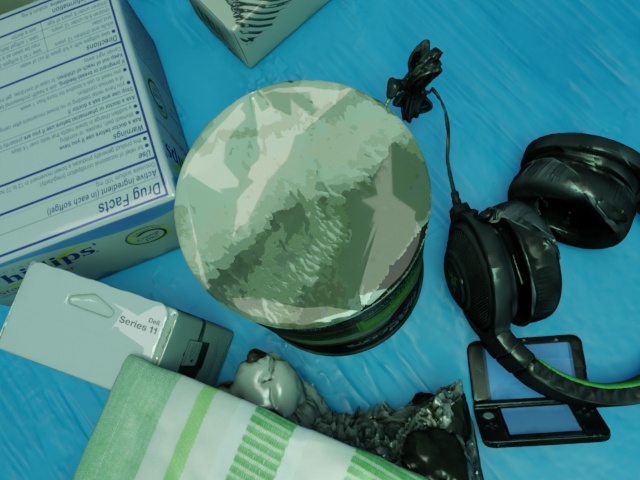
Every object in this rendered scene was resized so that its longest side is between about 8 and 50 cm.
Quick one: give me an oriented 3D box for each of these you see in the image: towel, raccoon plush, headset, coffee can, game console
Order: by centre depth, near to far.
[{"bbox_3d":[-0.050,0.256,0.495,0.325,0.038,0.248,18,78,15],"label":"towel"},{"bbox_3d":[0.009,0.318,0.613,0.299,0.216,0.446,-11,75,12],"label":"raccoon plush"},{"bbox_3d":[0.000,0.000,0.644,0.202,0.275,0.201,-2,76,7],"label":"coffee can"},{"bbox_3d":[0.218,-0.022,0.658,0.243,0.185,0.394,-41,79,-13],"label":"headset"},{"bbox_3d":[0.218,0.152,0.688,0.122,0.107,0.071,-5,104,6],"label":"game console"}]

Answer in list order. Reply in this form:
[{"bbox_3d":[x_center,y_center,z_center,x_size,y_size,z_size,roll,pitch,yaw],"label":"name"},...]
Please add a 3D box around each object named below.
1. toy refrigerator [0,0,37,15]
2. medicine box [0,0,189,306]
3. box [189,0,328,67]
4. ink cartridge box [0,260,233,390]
[{"bbox_3d":[-0.362,-0.320,0.771,0.102,0.269,0.094,8,78,10],"label":"toy refrigerator"},{"bbox_3d":[-0.300,-0.107,0.773,0.263,0.149,0.289,-20,75,2],"label":"medicine box"},{"bbox_3d":[-0.028,-0.350,0.828,0.275,0.094,0.113,-43,74,-4],"label":"box"},{"bbox_3d":[-0.192,0.098,0.678,0.153,0.208,0.087,17,79,11],"label":"ink cartridge box"}]
